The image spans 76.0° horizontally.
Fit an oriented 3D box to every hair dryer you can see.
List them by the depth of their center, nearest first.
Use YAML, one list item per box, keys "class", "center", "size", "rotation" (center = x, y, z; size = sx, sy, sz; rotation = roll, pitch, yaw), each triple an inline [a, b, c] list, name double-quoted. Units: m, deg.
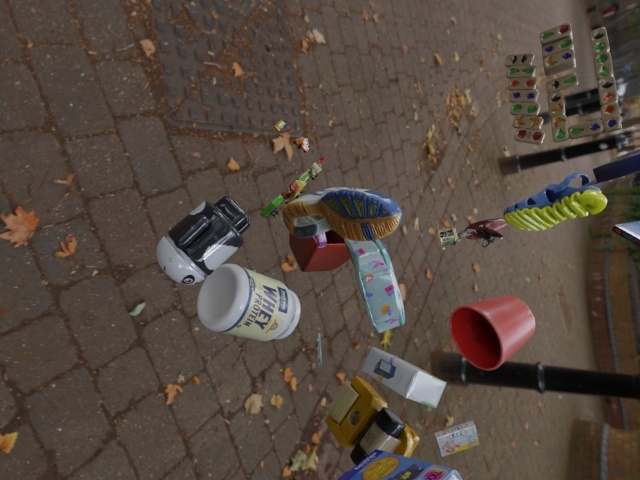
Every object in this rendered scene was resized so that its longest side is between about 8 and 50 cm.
- class: "hair dryer"
  center: [0.723, -0.026, 1.776]
  size: [0.293, 0.223, 0.080]
  rotation: [-30, 114, -34]

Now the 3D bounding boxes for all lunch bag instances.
- class: "lunch bag"
  center: [0.159, 0.107, 1.212]
  size: [0.224, 0.108, 0.279]
  rotation: [-101, 174, -68]

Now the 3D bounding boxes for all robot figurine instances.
- class: "robot figurine"
  center: [-0.332, 0.002, 1.179]
  size: [0.278, 0.173, 0.209]
  rotation: [-43, 130, -12]

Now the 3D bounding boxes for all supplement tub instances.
- class: "supplement tub"
  center: [-0.250, 0.235, 1.486]
  size: [0.325, 0.235, 0.235]
  rotation: [28, 62, -47]

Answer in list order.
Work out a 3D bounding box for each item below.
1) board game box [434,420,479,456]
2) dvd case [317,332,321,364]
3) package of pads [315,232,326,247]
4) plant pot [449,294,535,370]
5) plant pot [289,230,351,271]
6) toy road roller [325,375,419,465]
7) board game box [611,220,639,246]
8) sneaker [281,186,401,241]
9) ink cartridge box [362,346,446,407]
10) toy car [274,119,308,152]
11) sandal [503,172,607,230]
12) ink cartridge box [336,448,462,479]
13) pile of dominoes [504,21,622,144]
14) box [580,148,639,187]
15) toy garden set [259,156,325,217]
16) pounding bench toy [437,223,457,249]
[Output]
- class: "board game box"
  center: [0.525, 0.762, 1.574]
  size: [0.026, 0.154, 0.103]
  rotation: [-107, 178, -69]
- class: "dvd case"
  center: [-0.004, 0.504, 1.908]
  size: [0.087, 0.013, 0.119]
  rotation: [-81, 169, -80]
- class: "package of pads"
  center: [-0.002, -0.020, 1.459]
  size: [0.050, 0.032, 0.083]
  rotation: [99, -20, -63]
- class: "plant pot"
  center: [0.707, 0.351, 1.662]
  size: [0.243, 0.275, 0.275]
  rotation: [-18, 99, -24]
- class: "plant pot"
  center: [0.000, 0.000, 1.858]
  size: [0.267, 0.236, 0.267]
  rotation: [0, 46, -34]
- class: "toy road roller"
  center: [0.196, 0.672, 1.463]
  size: [0.240, 0.329, 0.202]
  rotation: [37, 88, -31]
- class: "board game box"
  center: [1.139, 0.017, 1.353]
  size: [0.145, 0.281, 0.027]
  rotation: [-8, 123, -12]
- class: "sneaker"
  center: [0.052, -0.075, 0.858]
  size: [0.131, 0.296, 0.112]
  rotation: [-36, 119, -39]
- class: "ink cartridge box"
  center: [0.263, 0.433, 1.310]
  size: [0.154, 0.212, 0.093]
  rotation: [30, 82, -33]
- class: "toy car"
  center: [-0.081, -0.327, 1.275]
  size: [0.122, 0.060, 0.040]
  rotation: [39, 92, -34]
- class: "sandal"
  center: [0.769, -0.127, 1.366]
  size: [0.126, 0.317, 0.138]
  rotation: [33, 57, -30]
- class: "ink cartridge box"
  center: [0.150, 0.681, 1.025]
  size: [0.270, 0.395, 0.151]
  rotation: [-23, 83, -32]
- class: "pile of dominoes"
  center: [0.496, -0.328, 0.860]
  size: [0.040, 0.196, 0.251]
  rotation: [21, 66, -51]
- class: "box"
  center: [0.636, -0.161, 0.786]
  size: [0.136, 0.225, 0.036]
  rotation: [-21, 90, -31]
- class: "toy garden set"
  center: [-0.064, -0.171, 1.300]
  size: [0.049, 0.204, 0.244]
  rotation: [47, 58, -7]
- class: "pounding bench toy"
  center: [0.476, -0.010, 1.523]
  size: [0.052, 0.065, 0.083]
  rotation: [-63, 136, -63]
